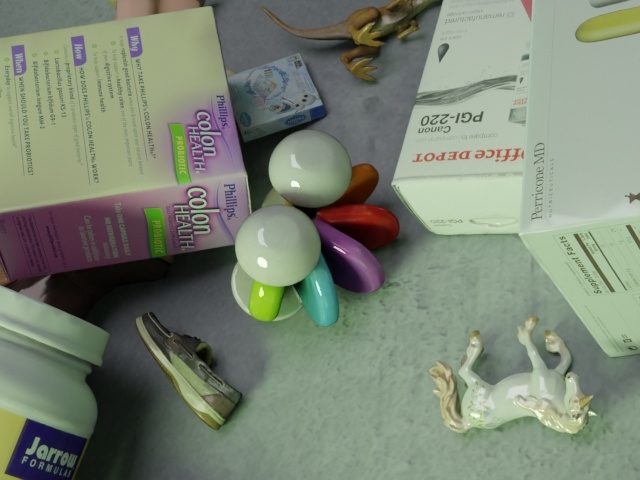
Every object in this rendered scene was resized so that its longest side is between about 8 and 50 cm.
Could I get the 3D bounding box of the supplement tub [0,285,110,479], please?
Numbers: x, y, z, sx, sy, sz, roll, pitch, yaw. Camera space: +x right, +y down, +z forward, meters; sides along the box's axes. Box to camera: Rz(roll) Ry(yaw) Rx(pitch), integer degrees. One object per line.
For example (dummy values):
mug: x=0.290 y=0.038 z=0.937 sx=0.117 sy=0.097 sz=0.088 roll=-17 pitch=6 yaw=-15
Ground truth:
supplement tub: x=-0.343 y=0.201 z=1.319 sx=0.241 sy=0.241 sz=0.331 roll=14 pitch=79 yaw=39

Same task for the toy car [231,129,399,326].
toy car: x=0.000 y=0.000 z=1.360 sx=0.136 sy=0.159 sz=0.182 roll=21 pitch=67 yaw=2

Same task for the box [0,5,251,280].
box: x=-0.203 y=-0.096 z=1.442 sx=0.243 sy=0.117 sz=0.213 roll=-10 pitch=57 yaw=-5

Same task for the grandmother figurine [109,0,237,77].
grandmother figurine: x=-0.193 y=-0.148 z=1.600 sx=0.208 sy=0.104 sz=0.342 roll=-15 pitch=51 yaw=16

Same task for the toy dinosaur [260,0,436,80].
toy dinosaur: x=0.039 y=-0.219 z=1.540 sx=0.211 sy=0.064 sz=0.112 roll=-12 pitch=34 yaw=15

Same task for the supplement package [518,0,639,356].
supplement package: x=0.265 y=-0.074 z=1.177 sx=0.145 sy=0.204 sz=0.262 roll=-11 pitch=54 yaw=27

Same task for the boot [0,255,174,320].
boot: x=-0.271 y=0.099 z=1.500 sx=0.248 sy=0.090 sz=0.207 roll=-2 pitch=77 yaw=7

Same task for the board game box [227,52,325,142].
board game box: x=-0.051 y=-0.150 z=1.547 sx=0.090 sy=0.020 sz=0.090 roll=-18 pitch=47 yaw=-5

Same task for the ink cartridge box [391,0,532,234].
ink cartridge box: x=0.172 y=-0.120 z=1.349 sx=0.158 sy=0.092 sz=0.218 roll=-2 pitch=60 yaw=32

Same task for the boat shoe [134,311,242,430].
boat shoe: x=-0.123 y=0.116 z=1.403 sx=0.049 sy=0.056 sz=0.152 roll=-39 pitch=55 yaw=-4

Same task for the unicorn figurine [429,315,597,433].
unicorn figurine: x=0.167 y=0.118 z=1.213 sx=0.162 sy=0.060 sz=0.111 roll=-30 pitch=45 yaw=34
